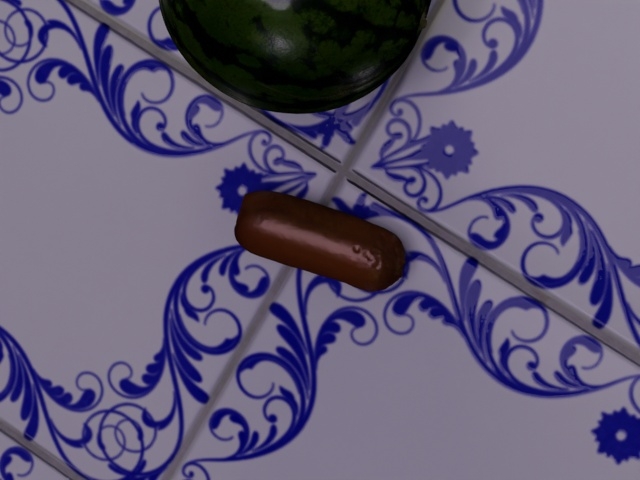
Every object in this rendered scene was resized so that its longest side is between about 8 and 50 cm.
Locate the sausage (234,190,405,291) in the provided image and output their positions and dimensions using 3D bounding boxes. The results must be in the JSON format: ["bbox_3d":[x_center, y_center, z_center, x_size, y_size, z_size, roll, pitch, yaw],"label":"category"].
[{"bbox_3d":[0.000,0.000,1.824,0.198,0.076,0.076,18,104,13],"label":"sausage"}]

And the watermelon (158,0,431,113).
[{"bbox_3d":[-0.023,-0.266,1.678,0.285,0.285,0.285,3,100,17],"label":"watermelon"}]
